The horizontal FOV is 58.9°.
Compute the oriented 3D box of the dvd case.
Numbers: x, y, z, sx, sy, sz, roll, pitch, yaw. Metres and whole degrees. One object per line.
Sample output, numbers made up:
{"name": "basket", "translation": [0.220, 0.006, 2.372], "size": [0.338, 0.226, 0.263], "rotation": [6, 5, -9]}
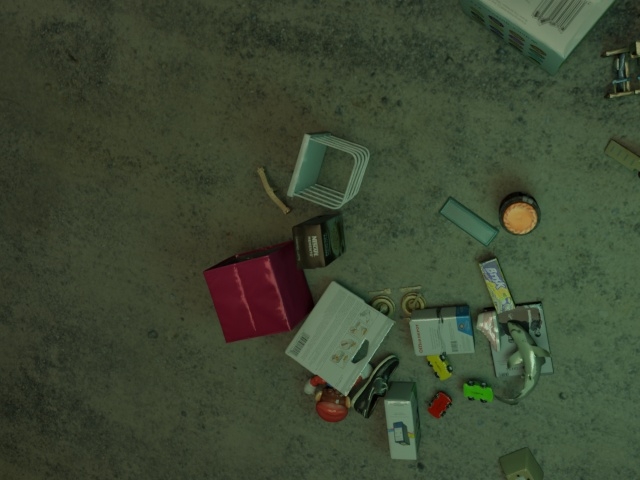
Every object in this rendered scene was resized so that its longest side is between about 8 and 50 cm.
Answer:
{"name": "dvd case", "translation": [0.636, 0.322, 1.819], "size": [0.179, 0.029, 0.238], "rotation": [-10, 98, 19]}

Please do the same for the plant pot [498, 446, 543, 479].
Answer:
{"name": "plant pot", "translation": [0.661, 0.767, 1.862], "size": [0.109, 0.096, 0.109], "rotation": [-32, 91, 21]}

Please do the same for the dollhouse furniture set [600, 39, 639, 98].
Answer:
{"name": "dollhouse furniture set", "translation": [0.840, -0.458, 1.517], "size": [0.129, 0.184, 0.129], "rotation": [-7, 99, 19]}

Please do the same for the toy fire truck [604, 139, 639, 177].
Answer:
{"name": "toy fire truck", "translation": [0.948, -0.245, 1.560], "size": [0.247, 0.158, 0.217], "rotation": [20, 107, 2]}

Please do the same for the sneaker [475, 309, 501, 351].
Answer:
{"name": "sneaker", "translation": [0.534, 0.290, 1.804], "size": [0.070, 0.051, 0.134], "rotation": [-9, 94, 23]}

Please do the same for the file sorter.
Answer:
{"name": "file sorter", "translation": [0.037, -0.221, 1.777], "size": [0.173, 0.278, 0.192], "rotation": [21, 106, 9]}

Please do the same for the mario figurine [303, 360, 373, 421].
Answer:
{"name": "mario figurine", "translation": [0.060, 0.483, 2.009], "size": [0.198, 0.170, 0.320], "rotation": [14, 95, 52]}

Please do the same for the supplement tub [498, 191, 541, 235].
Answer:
{"name": "supplement tub", "translation": [0.586, -0.079, 1.669], "size": [0.117, 0.190, 0.116], "rotation": [3, 101, 17]}

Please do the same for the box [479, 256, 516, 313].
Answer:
{"name": "box", "translation": [0.556, 0.140, 1.780], "size": [0.059, 0.054, 0.168], "rotation": [-22, 83, 20]}

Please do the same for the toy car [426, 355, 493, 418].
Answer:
{"name": "toy car", "translation": [0.464, 0.485, 1.872], "size": [0.225, 0.053, 0.238], "rotation": [3, 102, 33]}

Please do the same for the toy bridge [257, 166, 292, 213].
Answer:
{"name": "toy bridge", "translation": [-0.165, -0.174, 1.960], "size": [0.026, 0.063, 0.188], "rotation": [-33, 90, 21]}

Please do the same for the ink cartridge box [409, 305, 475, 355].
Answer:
{"name": "ink cartridge box", "translation": [0.399, 0.295, 1.847], "size": [0.191, 0.082, 0.139], "rotation": [-6, 110, 18]}

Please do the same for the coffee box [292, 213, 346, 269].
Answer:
{"name": "coffee box", "translation": [0.000, 0.000, 1.843], "size": [0.098, 0.246, 0.141], "rotation": [-4, 100, 19]}

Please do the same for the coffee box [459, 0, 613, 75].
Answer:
{"name": "coffee box", "translation": [0.598, -0.681, 1.471], "size": [0.338, 0.334, 0.338], "rotation": [40, 108, 8]}

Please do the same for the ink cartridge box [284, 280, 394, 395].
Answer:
{"name": "ink cartridge box", "translation": [0.067, 0.326, 1.900], "size": [0.261, 0.066, 0.296], "rotation": [32, 84, 21]}

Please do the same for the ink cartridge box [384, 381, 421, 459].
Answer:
{"name": "ink cartridge box", "translation": [0.282, 0.608, 1.921], "size": [0.093, 0.154, 0.212], "rotation": [-3, 99, 17]}

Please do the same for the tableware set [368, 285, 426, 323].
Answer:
{"name": "tableware set", "translation": [0.260, 0.226, 1.914], "size": [0.194, 0.039, 0.128], "rotation": [-9, 98, 19]}

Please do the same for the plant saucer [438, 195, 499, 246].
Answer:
{"name": "plant saucer", "translation": [0.471, -0.059, 1.803], "size": [0.192, 0.018, 0.067], "rotation": [37, 109, 9]}

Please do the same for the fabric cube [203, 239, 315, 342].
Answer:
{"name": "fabric cube", "translation": [-0.204, 0.170, 1.940], "size": [0.259, 0.254, 0.258], "rotation": [-14, 98, 19]}

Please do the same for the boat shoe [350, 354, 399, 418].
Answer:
{"name": "boat shoe", "translation": [0.202, 0.499, 1.937], "size": [0.079, 0.084, 0.233], "rotation": [35, 88, 42]}

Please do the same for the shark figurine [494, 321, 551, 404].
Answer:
{"name": "shark figurine", "translation": [0.656, 0.404, 1.765], "size": [0.166, 0.116, 0.278], "rotation": [10, 97, 49]}
